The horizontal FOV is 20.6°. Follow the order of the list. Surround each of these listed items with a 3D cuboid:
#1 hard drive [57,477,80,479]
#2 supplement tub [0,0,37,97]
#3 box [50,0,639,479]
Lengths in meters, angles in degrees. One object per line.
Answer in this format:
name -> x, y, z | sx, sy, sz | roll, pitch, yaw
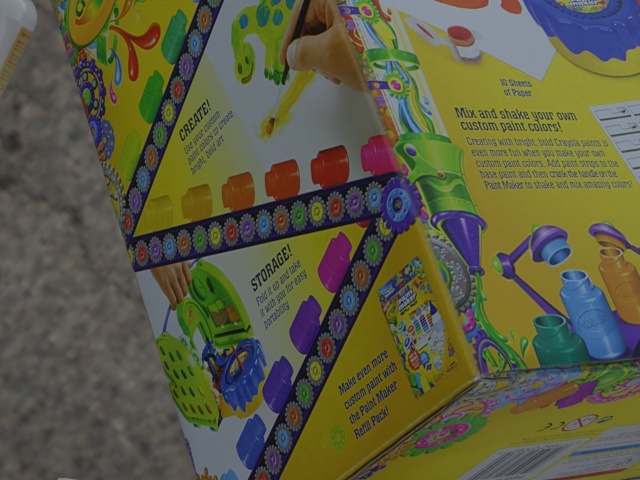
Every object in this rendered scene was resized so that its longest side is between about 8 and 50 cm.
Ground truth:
hard drive -> -0.193, 0.373, 1.569 | 0.040, 0.203, 0.307 | 43, 56, -53
supplement tub -> -0.351, -0.185, 1.633 | 0.144, 0.200, 0.144 | 26, -1, 0
box -> 0.079, -0.037, 0.755 | 0.290, 0.177, 0.279 | -1, 62, -37
